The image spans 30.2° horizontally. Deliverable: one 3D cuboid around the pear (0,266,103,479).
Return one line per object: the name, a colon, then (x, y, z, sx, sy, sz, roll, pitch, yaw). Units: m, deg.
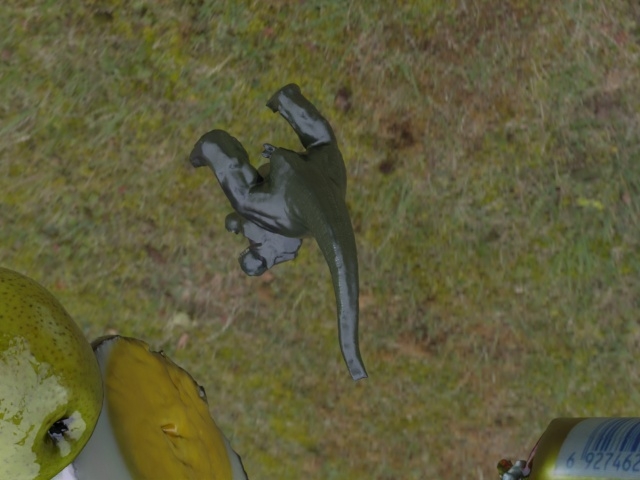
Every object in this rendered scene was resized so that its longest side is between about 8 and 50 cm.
pear: (-0.275, 0.117, 0.952, 0.198, 0.198, 0.198, 3, 120, 5)

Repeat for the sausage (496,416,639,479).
sausage: (0.257, 0.199, 0.916, 0.317, 0.117, 0.125, -9, 83, 50)

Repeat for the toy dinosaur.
toy dinosaur: (0.000, 0.000, 0.735, 0.087, 0.187, 0.179, -35, 81, -9)

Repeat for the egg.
egg: (-0.221, 0.271, 1.222, 0.201, 0.337, 0.337, -27, 114, 18)
